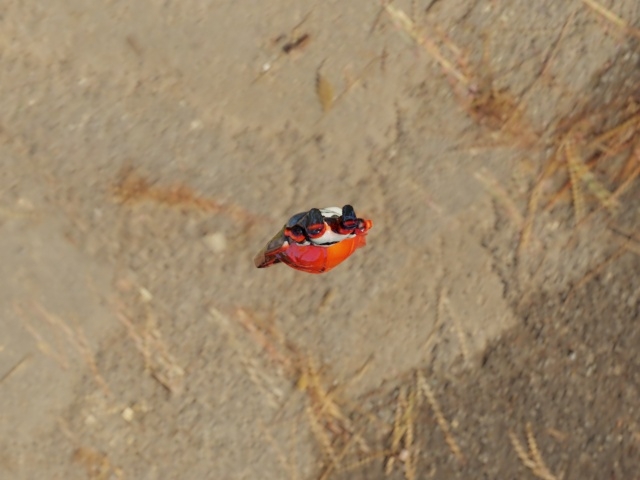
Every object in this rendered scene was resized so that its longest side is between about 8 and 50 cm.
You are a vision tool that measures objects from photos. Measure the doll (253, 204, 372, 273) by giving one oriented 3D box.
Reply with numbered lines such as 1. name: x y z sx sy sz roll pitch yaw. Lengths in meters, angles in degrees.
1. doll: 0.000 0.000 1.206 0.109 0.169 0.057 -12 88 -9
